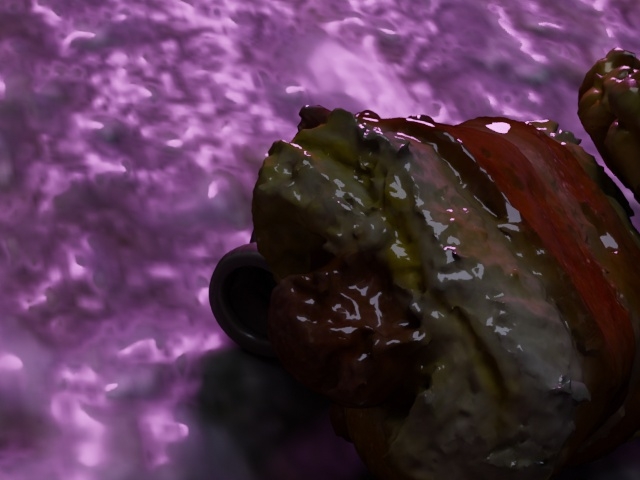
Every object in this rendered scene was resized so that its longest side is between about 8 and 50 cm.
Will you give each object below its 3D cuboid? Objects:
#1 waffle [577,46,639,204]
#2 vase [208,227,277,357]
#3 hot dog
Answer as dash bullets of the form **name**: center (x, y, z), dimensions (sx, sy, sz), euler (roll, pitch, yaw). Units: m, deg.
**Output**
- **waffle**: center (0.157, -0.001, 0.702), dimensions (0.191, 0.038, 0.191), euler (46, 8, -8)
- **vase**: center (0.000, 0.000, 0.684), dimensions (0.053, 0.053, 0.101), euler (26, 37, 12)
- **hot dog**: center (0.050, 0.021, 0.621), dimensions (0.213, 0.103, 0.146), euler (4, 50, -60)
